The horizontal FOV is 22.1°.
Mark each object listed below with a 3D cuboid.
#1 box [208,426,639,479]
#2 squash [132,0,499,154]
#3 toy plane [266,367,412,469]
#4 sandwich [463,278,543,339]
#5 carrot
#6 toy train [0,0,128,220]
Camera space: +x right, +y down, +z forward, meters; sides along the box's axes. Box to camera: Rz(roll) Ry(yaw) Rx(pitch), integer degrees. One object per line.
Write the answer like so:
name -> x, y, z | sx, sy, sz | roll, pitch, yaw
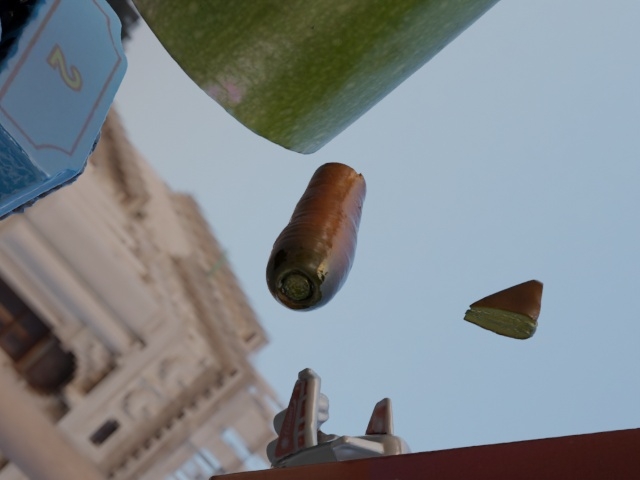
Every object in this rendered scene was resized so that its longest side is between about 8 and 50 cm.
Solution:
box -> 0.161, 0.256, 1.151 | 0.385, 0.344, 0.122 | -10, -120, 21
squash -> 0.053, -0.278, 1.263 | 0.384, 0.263, 0.263 | -38, -164, 22
toy plane -> -0.002, 0.241, 1.534 | 0.252, 0.118, 0.252 | -31, -129, 47
sandwich -> 0.161, 0.059, 1.332 | 0.083, 0.031, 0.044 | -19, -133, -33
carrot -> 0.000, 0.000, 1.670 | 0.087, 0.087, 0.193 | -31, -162, 30
toy train -> -0.333, -0.169, 1.607 | 0.188, 0.265, 0.300 | -25, -150, 28
